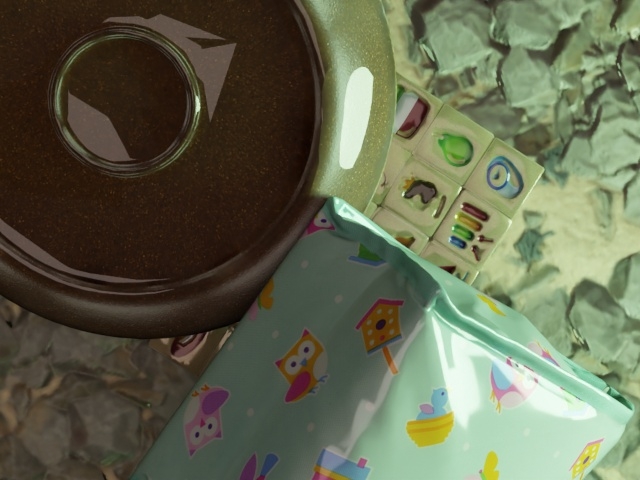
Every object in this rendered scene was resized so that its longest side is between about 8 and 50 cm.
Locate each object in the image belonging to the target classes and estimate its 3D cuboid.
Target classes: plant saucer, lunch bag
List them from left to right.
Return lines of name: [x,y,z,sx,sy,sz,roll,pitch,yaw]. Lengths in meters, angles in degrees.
plant saucer: [-0.111,-0.084,0.889,0.310,0.050,0.311,1,104,3]
lunch bag: [0.053,0.133,0.921,0.262,0.160,0.223,31,95,-42]

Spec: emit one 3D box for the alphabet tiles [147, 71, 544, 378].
alphabet tiles: [0.000,0.000,0.992,0.198,0.009,0.237,33,93,-5]
